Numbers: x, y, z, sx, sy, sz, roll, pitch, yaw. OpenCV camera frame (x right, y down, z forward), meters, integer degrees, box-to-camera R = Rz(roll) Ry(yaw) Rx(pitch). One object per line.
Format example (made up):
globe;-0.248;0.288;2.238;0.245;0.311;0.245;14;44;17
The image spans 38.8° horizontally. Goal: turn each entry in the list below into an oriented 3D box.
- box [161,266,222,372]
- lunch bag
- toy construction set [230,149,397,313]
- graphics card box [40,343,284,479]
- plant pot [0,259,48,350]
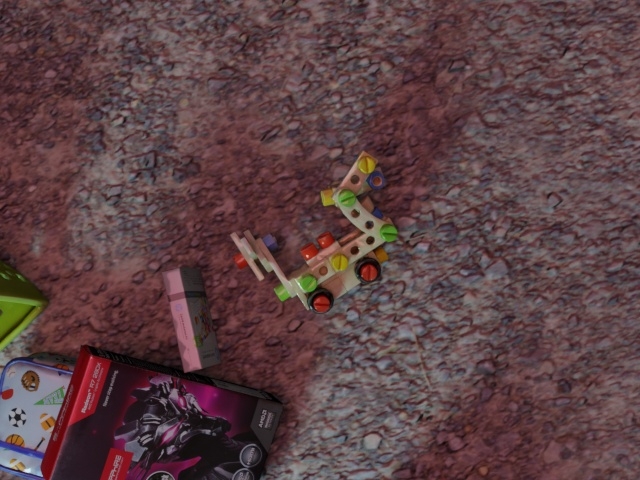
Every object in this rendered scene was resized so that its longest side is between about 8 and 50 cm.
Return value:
box;-0.235;0.143;1.664;0.038;0.145;0.186;-13;84;7
lunch bag;-0.460;0.351;1.696;0.304;0.115;0.243;15;90;8
toy construction set;0.000;0.000;1.643;0.328;0.151;0.215;-28;108;12
graphics card box;-0.273;0.344;1.603;0.371;0.094;0.232;20;88;-23
plant pot;-0.690;0.108;1.686;0.228;0.227;0.207;-43;76;3
